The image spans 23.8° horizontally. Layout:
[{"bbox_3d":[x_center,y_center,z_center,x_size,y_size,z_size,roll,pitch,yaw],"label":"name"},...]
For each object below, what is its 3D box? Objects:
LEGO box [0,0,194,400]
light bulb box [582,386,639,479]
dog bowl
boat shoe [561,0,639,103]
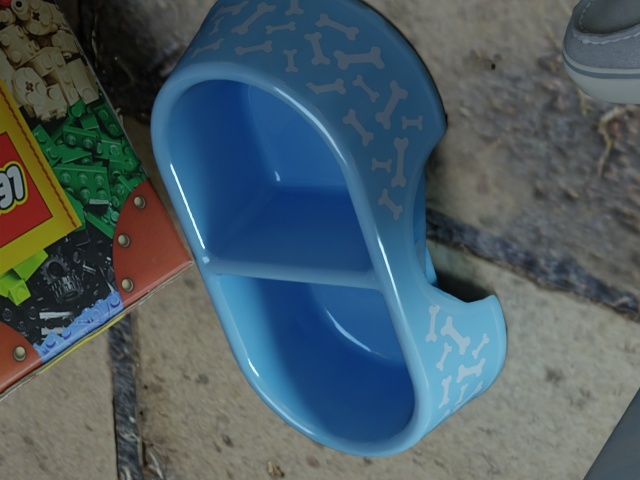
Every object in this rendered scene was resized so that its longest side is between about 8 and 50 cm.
[{"bbox_3d":[-0.369,-0.061,0.965,0.500,0.193,0.372,-14,106,47],"label":"LEGO box"},{"bbox_3d":[0.304,0.118,0.507,0.358,0.361,0.225,8,129,33],"label":"light bulb box"},{"bbox_3d":[0.000,0.000,0.867,0.166,0.074,0.297,5,126,36],"label":"dog bowl"},{"bbox_3d":[0.182,-0.125,0.601,0.227,0.079,0.081,-19,129,39],"label":"boat shoe"}]
